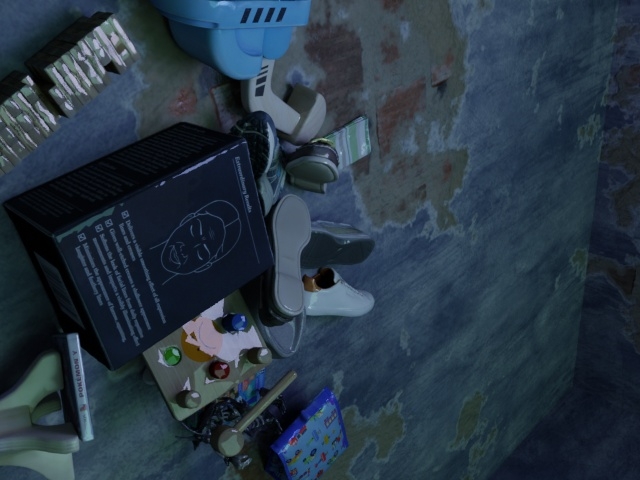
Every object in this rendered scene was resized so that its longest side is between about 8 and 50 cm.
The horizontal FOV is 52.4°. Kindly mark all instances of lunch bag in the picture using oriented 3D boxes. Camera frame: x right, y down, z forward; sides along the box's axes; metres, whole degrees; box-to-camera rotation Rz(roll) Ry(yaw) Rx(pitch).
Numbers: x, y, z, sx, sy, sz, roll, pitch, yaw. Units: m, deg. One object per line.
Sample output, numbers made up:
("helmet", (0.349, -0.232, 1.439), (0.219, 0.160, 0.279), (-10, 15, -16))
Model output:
("lunch bag", (-0.038, 0.541, 1.768), (0.221, 0.138, 0.293), (-40, 152, -28))

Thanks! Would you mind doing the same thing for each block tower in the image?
("block tower", (-0.457, -0.240, 1.070), (0.335, 0.091, 0.097), (-48, 135, -21))

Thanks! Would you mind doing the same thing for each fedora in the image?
("fedora", (-0.118, 0.190, 1.564), (0.244, 0.124, 0.275), (-18, 107, -41))

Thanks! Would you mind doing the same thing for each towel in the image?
("towel", (0.074, -0.247, 1.689), (0.152, 0.023, 0.113), (-34, 129, -32))

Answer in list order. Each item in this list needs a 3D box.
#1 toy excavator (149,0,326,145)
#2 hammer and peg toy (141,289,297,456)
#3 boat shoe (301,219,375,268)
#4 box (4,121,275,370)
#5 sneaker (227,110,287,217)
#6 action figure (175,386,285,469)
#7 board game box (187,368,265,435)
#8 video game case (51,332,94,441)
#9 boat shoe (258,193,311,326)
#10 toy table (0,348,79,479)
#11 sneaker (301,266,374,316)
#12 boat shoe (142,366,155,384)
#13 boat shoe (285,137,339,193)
("toy excavator", (-0.142, -0.387, 1.292), (0.433, 0.222, 0.445), (-19, 134, -42))
("hammer and peg toy", (-0.229, 0.257, 1.398), (0.266, 0.127, 0.361), (-30, 96, -33))
("boat shoe", (0.002, -0.002, 1.678), (0.321, 0.103, 0.118), (0, 126, -41))
("box", (-0.319, -0.008, 1.229), (0.396, 0.212, 0.293), (-33, 128, -33))
("sneaker", (-0.128, -0.183, 1.422), (0.122, 0.110, 0.283), (-50, 161, -34))
("action figure", (-0.197, 0.442, 1.543), (0.276, 0.141, 0.164), (-8, 125, -47))
("board game box", (-0.232, 0.377, 1.617), (0.210, 0.047, 0.160), (-14, 117, -43))
("video game case", (-0.450, 0.258, 1.173), (0.023, 0.201, 0.183), (-8, 87, -30))
("boat shoe", (-0.092, 0.039, 1.461), (0.112, 0.095, 0.335), (27, 46, -29))
("toy table", (-0.530, 0.326, 1.145), (0.161, 0.252, 0.274), (-9, 114, -29))
("sneaker", (0.056, 0.137, 1.775), (0.290, 0.106, 0.123), (3, 107, -46))
("boat shoe", (-0.319, 0.266, 1.470), (0.184, 0.066, 0.063), (-50, 136, -34))
("boat shoe", (-0.011, -0.178, 1.459), (0.324, 0.117, 0.096), (116, -12, -84))
